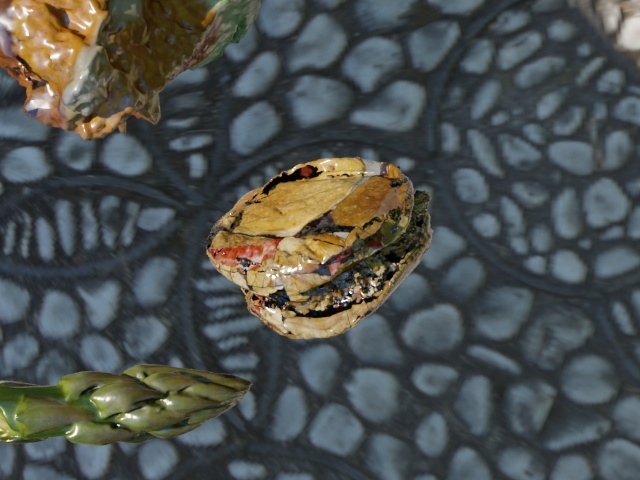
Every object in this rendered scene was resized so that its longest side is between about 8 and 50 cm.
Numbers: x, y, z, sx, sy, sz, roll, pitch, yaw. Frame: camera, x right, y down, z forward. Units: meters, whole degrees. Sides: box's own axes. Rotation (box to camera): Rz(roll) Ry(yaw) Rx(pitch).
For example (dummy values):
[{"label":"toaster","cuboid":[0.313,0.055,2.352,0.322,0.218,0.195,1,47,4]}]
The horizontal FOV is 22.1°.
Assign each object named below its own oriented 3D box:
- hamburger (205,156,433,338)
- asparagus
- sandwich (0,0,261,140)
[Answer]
[{"label":"hamburger","cuboid":[0.000,0.000,1.664,0.231,0.231,0.107,-28,119,-9]},{"label":"asparagus","cuboid":[-0.206,0.161,1.570,0.287,0.080,0.080,-7,94,-9]},{"label":"sandwich","cuboid":[-0.128,-0.187,1.194,0.162,0.301,0.250,5,133,12]}]
